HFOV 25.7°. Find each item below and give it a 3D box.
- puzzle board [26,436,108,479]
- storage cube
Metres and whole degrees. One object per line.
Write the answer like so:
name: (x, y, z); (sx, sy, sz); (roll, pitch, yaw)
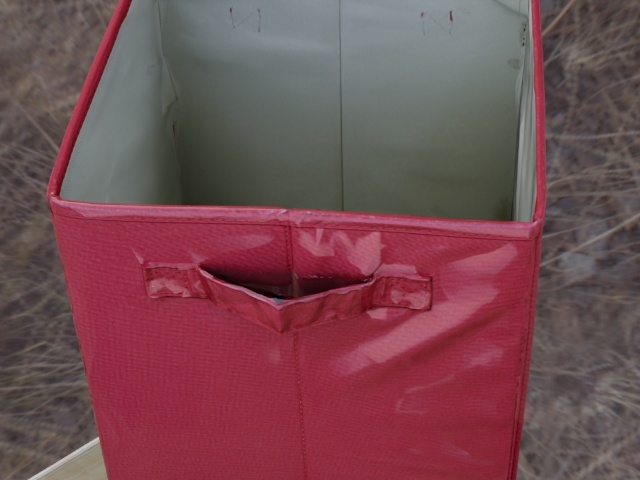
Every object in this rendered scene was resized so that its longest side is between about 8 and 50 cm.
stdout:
puzzle board: (-0.085, 0.125, 0.751); (0.128, 0.011, 0.096); (-32, 132, 32)
storage cube: (0.000, 0.000, 0.625); (0.184, 0.193, 0.215); (3, 43, 5)
